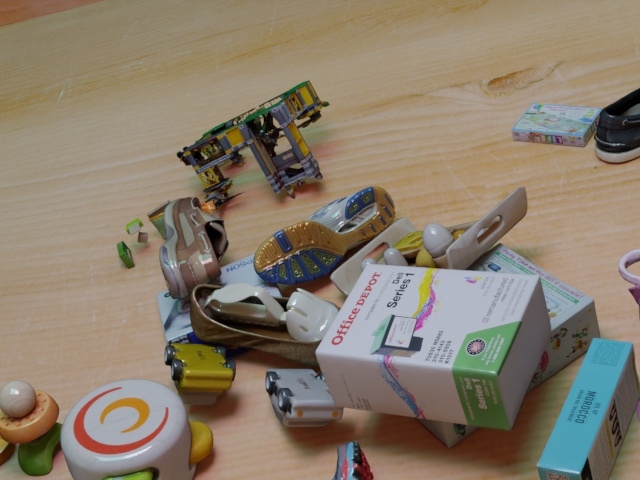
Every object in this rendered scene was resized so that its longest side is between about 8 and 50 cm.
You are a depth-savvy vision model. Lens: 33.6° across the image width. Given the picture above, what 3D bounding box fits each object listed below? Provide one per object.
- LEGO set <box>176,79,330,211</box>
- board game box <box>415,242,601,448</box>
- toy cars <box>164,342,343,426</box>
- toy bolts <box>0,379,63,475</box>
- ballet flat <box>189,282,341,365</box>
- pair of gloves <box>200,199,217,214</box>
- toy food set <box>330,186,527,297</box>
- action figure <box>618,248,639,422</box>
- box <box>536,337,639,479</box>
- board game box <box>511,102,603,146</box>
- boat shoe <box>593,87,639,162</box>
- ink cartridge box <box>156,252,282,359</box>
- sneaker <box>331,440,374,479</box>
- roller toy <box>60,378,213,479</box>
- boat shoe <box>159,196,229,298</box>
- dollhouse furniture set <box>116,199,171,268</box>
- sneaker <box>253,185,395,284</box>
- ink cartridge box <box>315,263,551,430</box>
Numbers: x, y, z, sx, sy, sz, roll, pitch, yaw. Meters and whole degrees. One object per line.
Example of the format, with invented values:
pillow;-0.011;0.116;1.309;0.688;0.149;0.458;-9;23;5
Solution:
LEGO set;-0.117;-0.177;2.247;0.331;0.192;0.255;-25;13;16
board game box;0.243;0.155;1.644;0.303;0.097;0.224;-33;37;-16
toy cars;-0.114;0.243;1.697;0.393;0.087;0.176;10;9;33
toy bolts;-0.552;0.334;1.723;0.218;0.158;0.228;1;39;27
ballet flat;-0.071;0.126;1.771;0.342;0.124;0.116;9;50;22
pair of gloves;-0.238;-0.035;2.160;0.074;0.083;0.010;-19;-2;14
toy food set;0.180;-0.003;1.806;0.219;0.092;0.306;-38;15;-35
action figure;0.516;0.144;1.357;0.248;0.276;0.370;-22;3;26
box;0.369;0.253;1.442;0.060;0.100;0.244;5;41;33
board game box;0.475;-0.233;2.127;0.154;0.026;0.103;11;44;36
boat shoe;0.660;-0.272;2.014;0.340;0.113;0.127;-26;34;-9
ink cartridge box;-0.178;0.129;1.926;0.223;0.045;0.224;-23;34;-5
sneaker;0.007;0.379;1.440;0.125;0.104;0.262;-11;35;16
roller toy;-0.289;0.320;1.627;0.191;0.146;0.209;18;43;30
boat shoe;-0.229;0.005;2.011;0.116;0.123;0.324;-16;29;3
dollhouse furniture set;-0.347;-0.011;2.179;0.151;0.076;0.058;-32;33;-1
sneaker;0.000;0.000;1.979;0.296;0.112;0.131;-26;6;-21
ink cartridge box;0.161;0.144;1.512;0.278;0.117;0.201;3;41;31
